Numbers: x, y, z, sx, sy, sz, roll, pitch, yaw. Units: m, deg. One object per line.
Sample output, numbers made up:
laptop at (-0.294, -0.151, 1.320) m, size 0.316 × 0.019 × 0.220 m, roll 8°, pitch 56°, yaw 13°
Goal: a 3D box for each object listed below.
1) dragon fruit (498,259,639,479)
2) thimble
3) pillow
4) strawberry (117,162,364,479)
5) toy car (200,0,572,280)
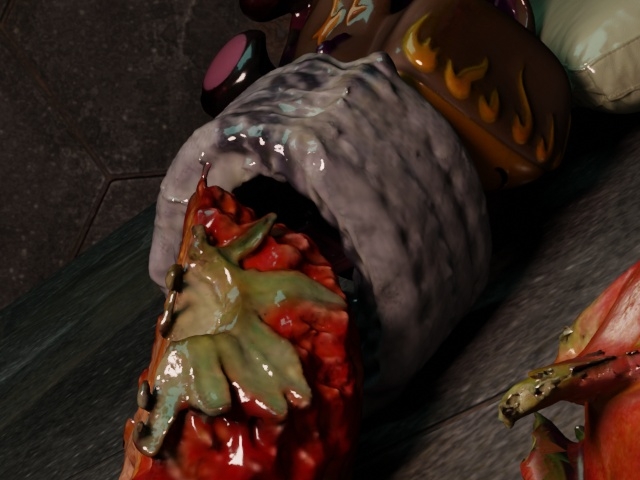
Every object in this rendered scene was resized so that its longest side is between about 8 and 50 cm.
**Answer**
dragon fruit at (0.148, 0.078, 0.584) m, size 0.269 × 0.198 × 0.200 m, roll -47°, pitch 19°, yaw 13°
thimble at (0.000, 0.000, 1.167) m, size 0.217 × 0.245 × 0.157 m, roll 10°, pitch 32°, yaw 23°
pillow at (0.293, -0.200, 1.469) m, size 0.255 × 0.119 × 0.322 m, roll -31°, pitch 11°, yaw -3°
strawberry at (-0.056, 0.130, 1.038) m, size 0.253 × 0.150 × 0.280 m, roll -84°, pitch 11°, yaw -55°
toy car at (0.080, -0.140, 1.349) m, size 0.240 × 0.271 × 0.340 m, roll -29°, pitch 37°, yaw 44°
